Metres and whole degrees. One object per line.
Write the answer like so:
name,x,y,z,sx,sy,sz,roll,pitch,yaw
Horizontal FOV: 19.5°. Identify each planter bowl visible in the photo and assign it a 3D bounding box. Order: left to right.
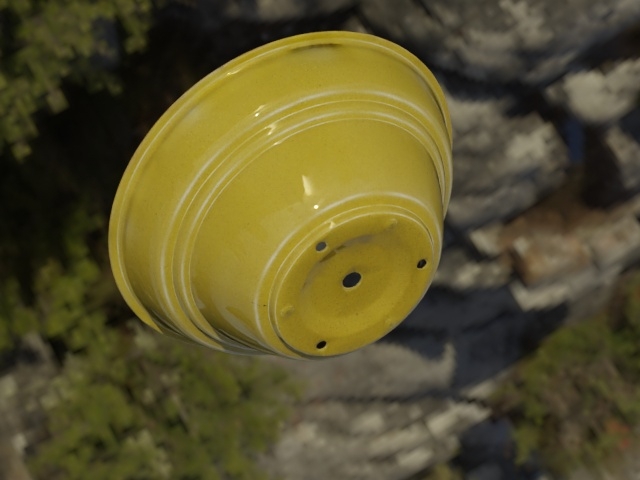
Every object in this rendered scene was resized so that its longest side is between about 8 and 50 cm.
planter bowl,0.000,0.000,1.030,0.217,0.090,0.217,-18,134,-20
